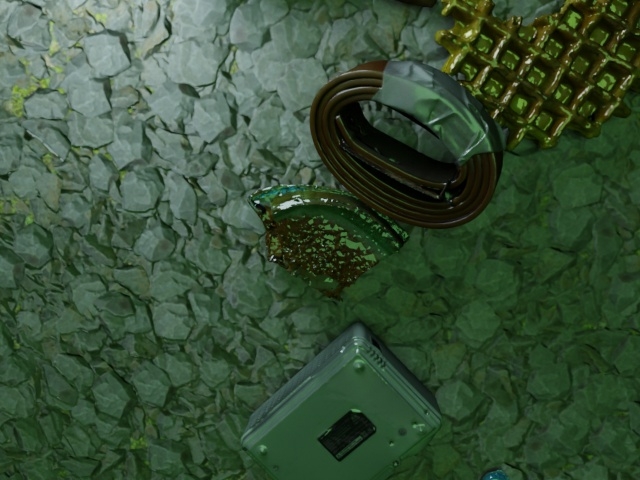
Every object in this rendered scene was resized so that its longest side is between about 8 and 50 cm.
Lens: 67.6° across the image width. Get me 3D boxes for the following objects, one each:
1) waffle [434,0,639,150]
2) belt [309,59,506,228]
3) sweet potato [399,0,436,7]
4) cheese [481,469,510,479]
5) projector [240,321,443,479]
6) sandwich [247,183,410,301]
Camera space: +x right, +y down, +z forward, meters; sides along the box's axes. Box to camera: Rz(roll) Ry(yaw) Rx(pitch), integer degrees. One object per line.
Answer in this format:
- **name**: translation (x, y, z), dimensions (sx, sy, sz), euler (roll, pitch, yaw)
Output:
- **waffle**: translation (0.314, -0.256, 0.652), dimensions (0.293, 0.069, 0.259), euler (-20, 100, 7)
- **belt**: translation (0.117, -0.133, 0.638), dimensions (0.261, 0.105, 0.184), euler (30, 123, 9)
- **sweet potato**: translation (-0.022, -0.396, 0.641), dimensions (0.386, 0.109, 0.109), euler (8, 98, -2)
- **cheese**: translation (0.270, 0.417, 0.768), dimensions (0.047, 0.017, 0.111), euler (21, 99, 4)
- **projector**: translation (0.031, 0.280, 0.726), dimensions (0.257, 0.099, 0.192), euler (-43, 94, 8)
- **sandwich**: translation (-0.002, -0.010, 0.698), dimensions (0.235, 0.079, 0.159), euler (32, 99, -1)
